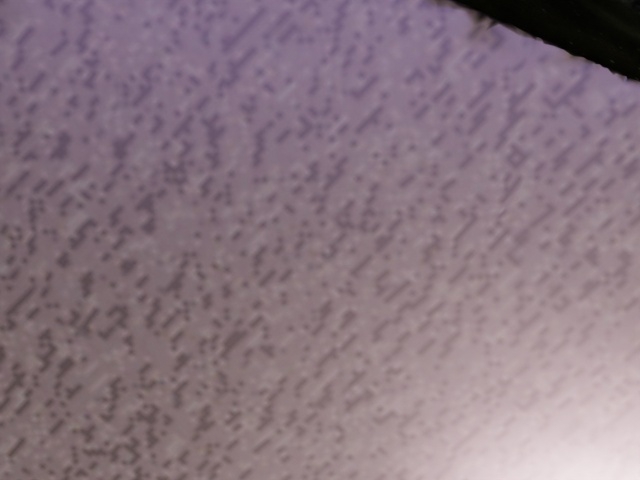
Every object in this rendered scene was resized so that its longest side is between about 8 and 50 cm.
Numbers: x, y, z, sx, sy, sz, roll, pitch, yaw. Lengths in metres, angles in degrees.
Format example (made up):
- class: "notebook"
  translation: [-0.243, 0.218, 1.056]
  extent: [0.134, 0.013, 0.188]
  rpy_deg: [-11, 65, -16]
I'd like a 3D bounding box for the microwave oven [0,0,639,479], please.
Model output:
- class: "microwave oven"
  translation: [0.000, 0.000, 0.702]
  extent: [0.432, 0.236, 0.374]
  rpy_deg: [22, 113, -8]
